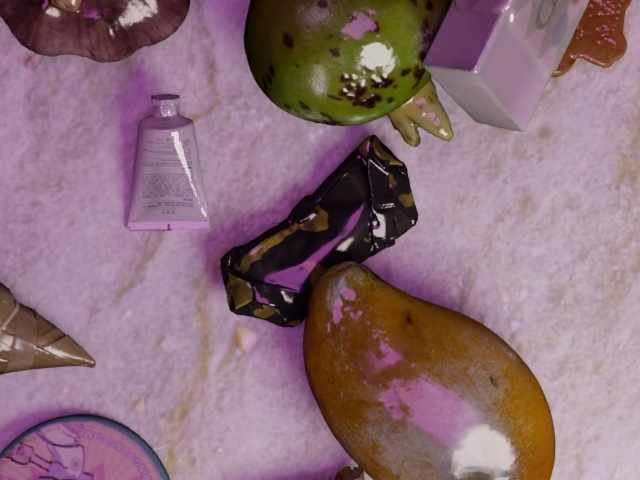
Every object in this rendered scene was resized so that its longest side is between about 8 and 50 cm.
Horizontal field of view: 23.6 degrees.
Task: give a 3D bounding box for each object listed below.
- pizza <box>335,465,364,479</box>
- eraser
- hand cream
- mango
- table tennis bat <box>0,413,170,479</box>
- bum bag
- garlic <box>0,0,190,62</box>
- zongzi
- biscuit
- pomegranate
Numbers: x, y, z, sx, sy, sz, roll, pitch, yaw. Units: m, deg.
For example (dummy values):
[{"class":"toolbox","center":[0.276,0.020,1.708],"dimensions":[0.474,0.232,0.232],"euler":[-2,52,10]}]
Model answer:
[{"class":"pizza","center":[-0.041,0.344,1.586],"dimensions":[0.134,0.056,0.271],"euler":[22,94,-8]},{"class":"eraser","center":[0.231,-0.309,1.456],"dimensions":[0.082,0.213,0.397],"euler":[24,87,27]},{"class":"hand cream","center":[-0.156,-0.079,1.555],"dimensions":[0.084,0.053,0.142],"euler":[-1,110,-3]},{"class":"mango","center":[0.102,0.154,1.531],"dimensions":[0.316,0.146,0.193],"euler":[44,91,-10]},{"class":"table tennis bat","center":[-0.262,0.342,1.580],"dimensions":[0.215,0.044,0.329],"euler":[11,92,-6]},{"class":"bum bag","center":[0.000,0.000,1.559],"dimensions":[0.232,0.060,0.107],"euler":[-41,96,-1]},{"class":"garlic","center":[-0.228,-0.291,1.472],"dimensions":[0.244,0.160,0.245],"euler":[0,93,-4]},{"class":"zongzi","center":[-0.349,0.138,1.544],"dimensions":[0.178,0.081,0.189],"euler":[39,97,-16]},{"class":"biscuit","center":[0.230,-0.234,1.574],"dimensions":[0.184,0.027,0.134],"euler":[-4,89,-4]},{"class":"pomegranate","center":[0.040,-0.195,1.493],"dimensions":[0.211,0.211,0.263],"euler":[-47,129,0]}]
